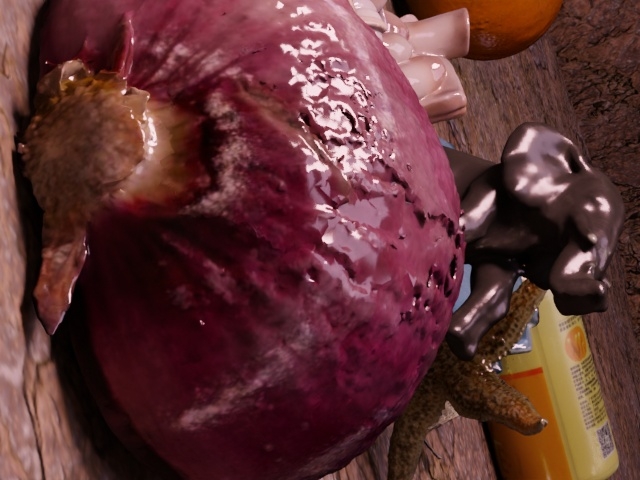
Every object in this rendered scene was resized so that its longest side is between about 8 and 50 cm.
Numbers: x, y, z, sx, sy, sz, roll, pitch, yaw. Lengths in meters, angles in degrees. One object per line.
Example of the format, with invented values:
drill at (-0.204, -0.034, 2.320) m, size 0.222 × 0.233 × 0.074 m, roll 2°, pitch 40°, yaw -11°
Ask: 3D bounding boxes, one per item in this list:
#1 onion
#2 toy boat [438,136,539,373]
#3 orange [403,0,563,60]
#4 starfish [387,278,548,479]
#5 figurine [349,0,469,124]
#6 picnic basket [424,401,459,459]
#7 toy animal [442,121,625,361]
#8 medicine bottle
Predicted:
onion at (0.000, 0.000, 0.867) m, size 0.349 × 0.159 × 0.267 m, roll 43°, pitch 35°, yaw -61°
toy boat at (0.110, 0.015, 1.460) m, size 0.098 × 0.109 × 0.238 m, roll 102°, pitch -18°, yaw -44°
orange at (0.154, -0.299, 1.803) m, size 0.240 × 0.171 × 0.240 m, roll -18°, pitch 90°, yaw -80°
starfish at (0.097, 0.091, 1.208) m, size 0.050 × 0.217 × 0.223 m, roll 29°, pitch 86°, yaw -34°
figurine at (0.012, -0.174, 1.154) m, size 0.162 × 0.141 × 0.236 m, roll -109°, pitch 173°, yaw -49°
picnic basket at (0.096, 0.127, 1.355) m, size 0.083 × 0.065 × 0.083 m, roll 53°, pitch 15°, yaw -17°
toy animal at (0.094, -0.010, 1.130) m, size 0.146 × 0.245 × 0.114 m, roll -39°, pitch 140°, yaw -35°
medicine bottle at (0.201, 0.121, 1.674) m, size 0.124 × 0.124 × 0.238 m, roll -48°, pitch 122°, yaw -74°
